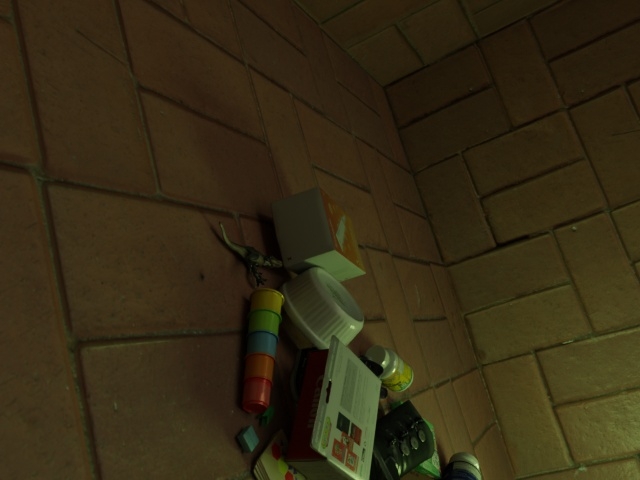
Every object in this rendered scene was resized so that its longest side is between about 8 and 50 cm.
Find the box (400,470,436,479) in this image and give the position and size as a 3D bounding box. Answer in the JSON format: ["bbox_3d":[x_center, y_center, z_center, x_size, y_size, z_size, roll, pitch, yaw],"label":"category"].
[{"bbox_3d":[0.337,0.839,1.960,0.164,0.201,0.021,-49,159,-66],"label":"box"}]

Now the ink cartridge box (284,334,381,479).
[{"bbox_3d":[0.026,0.443,1.529,0.272,0.130,0.309,50,38,-36],"label":"ink cartridge box"}]

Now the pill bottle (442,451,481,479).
[{"bbox_3d":[0.559,0.968,2.350,0.153,0.153,0.265,66,23,-6],"label":"pill bottle"}]

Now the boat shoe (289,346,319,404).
[{"bbox_3d":[-0.031,0.369,1.660,0.065,0.083,0.183,52,27,-31],"label":"boat shoe"}]

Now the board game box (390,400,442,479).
[{"bbox_3d":[0.365,0.761,2.242,0.317,0.046,0.213,44,31,-44],"label":"board game box"}]

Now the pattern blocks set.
[{"bbox_3d":[-0.092,0.568,1.420,0.285,0.026,0.325,-12,81,-67],"label":"pattern blocks set"}]

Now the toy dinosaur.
[{"bbox_3d":[-0.189,0.052,1.626,0.268,0.064,0.118,39,21,-51],"label":"toy dinosaur"}]

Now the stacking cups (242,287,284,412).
[{"bbox_3d":[-0.155,0.274,1.488,0.096,0.096,0.316,48,35,-39],"label":"stacking cups"}]

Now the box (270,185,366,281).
[{"bbox_3d":[0.000,0.000,1.893,0.345,0.168,0.215,36,37,-66],"label":"box"}]

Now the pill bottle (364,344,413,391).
[{"bbox_3d":[0.245,0.462,2.151,0.208,0.117,0.117,46,31,-43],"label":"pill bottle"}]

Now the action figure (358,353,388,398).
[{"bbox_3d":[0.136,0.443,1.848,0.285,0.099,0.185,110,-11,-69],"label":"action figure"}]

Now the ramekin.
[{"bbox_3d":[0.012,0.198,1.745,0.273,0.127,0.273,45,13,-13],"label":"ramekin"}]

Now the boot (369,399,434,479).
[{"bbox_3d":[0.255,0.738,1.883,0.445,0.146,0.367,3,66,-65],"label":"boot"}]
